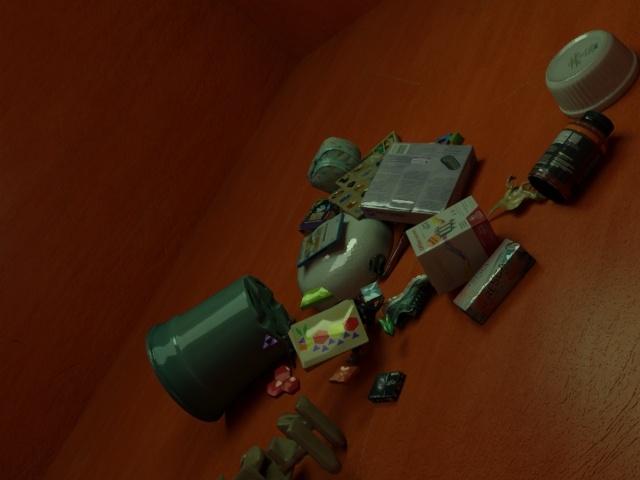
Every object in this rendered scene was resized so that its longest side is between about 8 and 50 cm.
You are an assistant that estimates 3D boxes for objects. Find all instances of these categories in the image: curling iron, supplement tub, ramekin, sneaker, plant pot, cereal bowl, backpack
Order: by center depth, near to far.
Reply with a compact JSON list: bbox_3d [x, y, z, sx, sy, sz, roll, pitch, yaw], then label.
[{"bbox_3d":[0.546,-0.184,1.537,0.198,0.106,0.106,-51,22,-3],"label":"supplement tub"},{"bbox_3d":[0.639,-0.404,1.700,0.207,0.109,0.207,-41,23,22],"label":"ramekin"},{"bbox_3d":[0.224,0.149,1.709,0.166,0.065,0.076,-44,39,23],"label":"sneaker"},{"bbox_3d":[0.219,-0.010,1.948,0.274,0.068,0.035,-54,-1,-8],"label":"curling iron"},{"bbox_3d":[-0.272,0.294,2.093,0.334,0.341,0.341,-38,24,11],"label":"plant pot"},{"bbox_3d":[0.048,0.039,2.094,0.339,0.141,0.339,-40,25,23],"label":"cereal bowl"},{"bbox_3d":[0.053,-0.254,2.459,0.144,0.165,0.188,-78,14,-55],"label":"backpack"}]

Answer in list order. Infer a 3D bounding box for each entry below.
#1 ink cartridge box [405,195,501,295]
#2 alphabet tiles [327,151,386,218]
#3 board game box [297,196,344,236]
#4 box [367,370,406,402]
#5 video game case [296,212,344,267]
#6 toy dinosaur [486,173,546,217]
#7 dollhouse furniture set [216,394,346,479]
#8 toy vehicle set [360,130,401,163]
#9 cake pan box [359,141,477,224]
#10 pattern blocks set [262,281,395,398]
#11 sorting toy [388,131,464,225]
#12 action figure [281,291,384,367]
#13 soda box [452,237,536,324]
[{"bbox_3d":[0.305,0.012,1.608,0.176,0.127,0.128,-30,27,9],"label":"ink cartridge box"},{"bbox_3d":[0.175,-0.181,2.138,0.285,0.011,0.342,-38,27,-6],"label":"alphabet tiles"},{"bbox_3d":[0.007,-0.085,2.485,0.141,0.048,0.170,-57,23,-19],"label":"board game box"},{"bbox_3d":[0.149,0.330,1.602,0.083,0.018,0.067,-20,38,52],"label":"box"},{"bbox_3d":[0.000,0.000,2.038,0.166,0.015,0.119,-34,28,34],"label":"video game case"},{"bbox_3d":[0.448,-0.104,1.667,0.183,0.053,0.093,-23,36,49],"label":"toy dinosaur"},{"bbox_3d":[-0.091,0.591,1.484,0.362,0.256,0.394,-46,1,10],"label":"dollhouse furniture set"},{"bbox_3d":[0.207,-0.249,2.376,0.166,0.035,0.267,-41,24,22],"label":"toy vehicle set"},{"bbox_3d":[0.263,-0.158,1.943,0.266,0.070,0.246,7,55,32],"label":"cake pan box"},{"bbox_3d":[0.016,0.228,1.701,0.324,0.026,0.285,-18,47,9],"label":"pattern blocks set"},{"bbox_3d":[0.300,-0.194,2.099,0.348,0.047,0.196,-57,23,-15],"label":"sorting toy"},{"bbox_3d":[0.048,0.229,1.811,0.275,0.141,0.164,-21,17,3],"label":"action figure"},{"bbox_3d":[0.368,0.087,1.513,0.183,0.058,0.063,-51,22,1],"label":"soda box"}]
